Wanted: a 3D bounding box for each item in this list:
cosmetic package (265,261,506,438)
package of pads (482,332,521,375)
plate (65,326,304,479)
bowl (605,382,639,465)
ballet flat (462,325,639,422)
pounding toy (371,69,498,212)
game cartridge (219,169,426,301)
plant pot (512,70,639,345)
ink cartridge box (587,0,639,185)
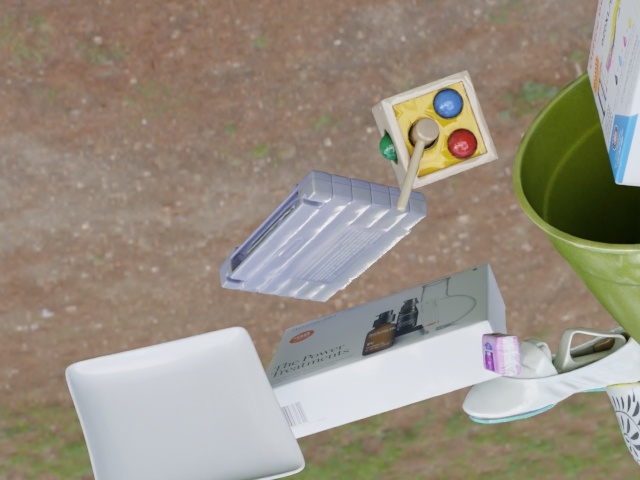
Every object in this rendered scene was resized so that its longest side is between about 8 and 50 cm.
[{"bbox_3d":[0.104,0.173,1.751,0.377,0.097,0.284,-19,-169,13],"label":"cosmetic package"},{"bbox_3d":[0.229,0.144,1.398,0.032,0.050,0.083,-2,178,-6],"label":"package of pads"},{"bbox_3d":[-0.196,0.257,1.552,0.277,0.278,0.045,-12,136,-18],"label":"plate"},{"bbox_3d":[0.288,0.149,0.785,0.170,0.080,0.170,5,168,1],"label":"bowl"},{"bbox_3d":[0.431,0.230,2.030,0.400,0.139,0.139,-9,157,-26],"label":"ballet flat"},{"bbox_3d":[0.126,-0.115,1.294,0.141,0.130,0.100,-20,-178,-7],"label":"pounding toy"},{"bbox_3d":[0.000,0.000,1.912,0.230,0.068,0.355,6,150,-31],"label":"game cartridge"},{"bbox_3d":[0.468,-0.005,1.329,0.366,0.366,0.353,-20,128,18],"label":"plant pot"},{"bbox_3d":[0.390,-0.190,1.165,0.168,0.232,0.171,2,130,2],"label":"ink cartridge box"}]
